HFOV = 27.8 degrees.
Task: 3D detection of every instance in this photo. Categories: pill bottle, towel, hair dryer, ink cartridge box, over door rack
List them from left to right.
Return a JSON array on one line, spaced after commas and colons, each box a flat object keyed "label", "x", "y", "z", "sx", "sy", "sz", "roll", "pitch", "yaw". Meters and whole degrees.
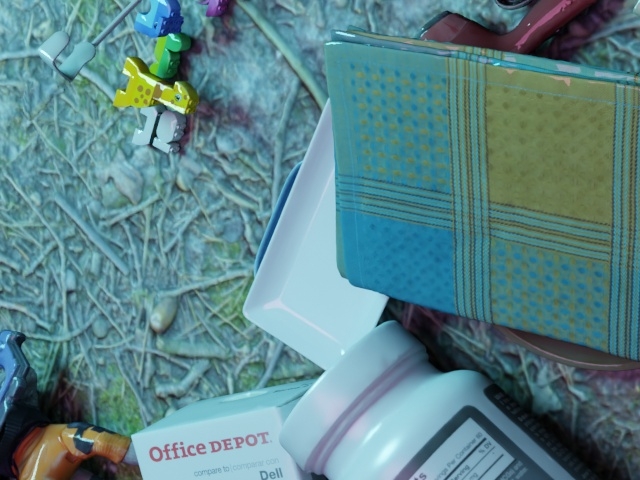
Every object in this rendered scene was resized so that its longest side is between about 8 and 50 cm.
[{"label": "over door rack", "x": -0.234, "y": -0.314, "z": 1.321, "sx": 0.239, "sy": 0.324, "sz": 0.108, "roll": 37, "pitch": 154, "yaw": 17}, {"label": "ink cartridge box", "x": -0.064, "y": 0.317, "z": 1.425, "sx": 0.211, "sy": 0.121, "sz": 0.289, "roll": -15, "pitch": 91, "yaw": 30}, {"label": "pill bottle", "x": 0.147, "y": 0.258, "z": 1.246, "sx": 0.363, "sy": 0.210, "sz": 0.210, "roll": 43, "pitch": 117, "yaw": 17}, {"label": "towel", "x": 0.175, "y": -0.039, "z": 1.155, "sx": 0.370, "sy": 0.040, "sz": 0.271, "roll": 13, "pitch": 122, "yaw": 28}, {"label": "hair dryer", "x": 0.191, "y": -0.195, "z": 1.209, "sx": 0.223, "sy": 0.080, "sz": 0.294, "roll": 3, "pitch": 103, "yaw": 27}]

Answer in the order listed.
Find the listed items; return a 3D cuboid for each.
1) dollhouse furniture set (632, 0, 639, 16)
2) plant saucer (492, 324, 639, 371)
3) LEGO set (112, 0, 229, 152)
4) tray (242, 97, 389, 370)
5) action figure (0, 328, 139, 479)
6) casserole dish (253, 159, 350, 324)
[{"label": "dollhouse furniture set", "x": 0.340, "y": -0.156, "z": 1.103, "sx": 0.183, "sy": 0.129, "sz": 0.129, "roll": 35, "pitch": 114, "yaw": 18}, {"label": "plant saucer", "x": 0.248, "y": -0.004, "z": 1.195, "sx": 0.277, "sy": 0.041, "sz": 0.278, "roll": 13, "pitch": 124, "yaw": 20}, {"label": "LEGO set", "x": -0.154, "y": -0.187, "z": 1.400, "sx": 0.093, "sy": 0.087, "sz": 0.227, "roll": 29, "pitch": 113, "yaw": 22}, {"label": "tray", "x": 0.026, "y": -0.003, "z": 1.326, "sx": 0.145, "sy": 0.030, "sz": 0.270, "roll": 31, "pitch": 113, "yaw": 19}, {"label": "action figure", "x": -0.369, "y": 0.304, "z": 1.570, "sx": 0.330, "sy": 0.178, "sz": 0.341, "roll": 30, "pitch": 88, "yaw": 26}, {"label": "casserole dish", "x": 0.000, "y": 0.000, "z": 1.379, "sx": 0.114, "sy": 0.037, "sz": 0.188, "roll": 31, "pitch": 112, "yaw": 21}]
